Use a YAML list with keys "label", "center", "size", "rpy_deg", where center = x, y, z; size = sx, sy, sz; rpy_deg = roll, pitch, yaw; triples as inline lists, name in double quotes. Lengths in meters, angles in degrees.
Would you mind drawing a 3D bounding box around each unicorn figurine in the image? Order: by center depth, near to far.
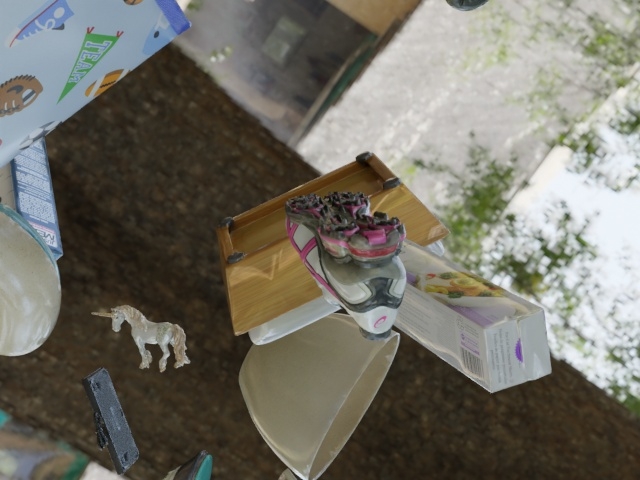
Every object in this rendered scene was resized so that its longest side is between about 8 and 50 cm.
- label: "unicorn figurine"
  center: [-0.293, 0.163, 1.751]
  size: [0.060, 0.162, 0.111]
  rpy_deg: [-46, 131, -69]

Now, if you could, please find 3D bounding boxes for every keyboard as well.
- label: "keyboard"
  center: [-0.373, 0.319, 1.806]
  size: [0.023, 0.180, 0.108]
  rpy_deg: [-19, -174, 15]

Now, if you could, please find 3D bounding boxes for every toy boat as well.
- label: "toy boat"
  center: [-0.492, 0.012, 1.402]
  size: [0.267, 0.318, 0.148]
  rpy_deg: [114, 0, -48]

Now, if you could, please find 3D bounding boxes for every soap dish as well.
- label: "soap dish"
  center: [0.000, 0.000, 1.342]
  size: [0.291, 0.118, 0.229]
  rpy_deg: [-25, -161, -1]

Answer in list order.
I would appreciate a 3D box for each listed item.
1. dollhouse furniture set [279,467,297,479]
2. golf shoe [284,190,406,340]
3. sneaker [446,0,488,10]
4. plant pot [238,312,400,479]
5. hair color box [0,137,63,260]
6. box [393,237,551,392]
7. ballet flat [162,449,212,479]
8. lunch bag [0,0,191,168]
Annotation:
- label: "dollhouse furniture set"
  center: [-0.083, 0.360, 1.155]
  size: [0.182, 0.101, 0.161]
  rpy_deg: [-35, 167, -17]
- label: "golf shoe"
  center: [0.013, 0.012, 0.754]
  size: [0.186, 0.068, 0.085]
  rpy_deg: [-127, -148, -72]
- label: "sneaker"
  center: [0.172, -0.372, 1.202]
  size: [0.130, 0.087, 0.227]
  rpy_deg: [165, -74, -84]
- label: "plant pot"
  center: [-0.022, 0.228, 1.711]
  size: [0.284, 0.191, 0.284]
  rpy_deg: [-54, 166, -21]
- label: "hair color box"
  center: [-0.608, -0.079, 1.985]
  size: [0.174, 0.105, 0.347]
  rpy_deg: [-35, -127, 25]
- label: "box"
  center: [0.106, 0.056, 1.007]
  size: [0.324, 0.063, 0.067]
  rpy_deg: [-150, -132, -64]
- label: "ballet flat"
  center: [-0.197, 0.370, 1.445]
  size: [0.074, 0.074, 0.203]
  rpy_deg: [-76, 175, -61]
- label: "lunch bag"
  center: [-0.330, -0.227, 0.810]
  size: [0.328, 0.239, 0.385]
  rpy_deg: [-40, 164, 0]
